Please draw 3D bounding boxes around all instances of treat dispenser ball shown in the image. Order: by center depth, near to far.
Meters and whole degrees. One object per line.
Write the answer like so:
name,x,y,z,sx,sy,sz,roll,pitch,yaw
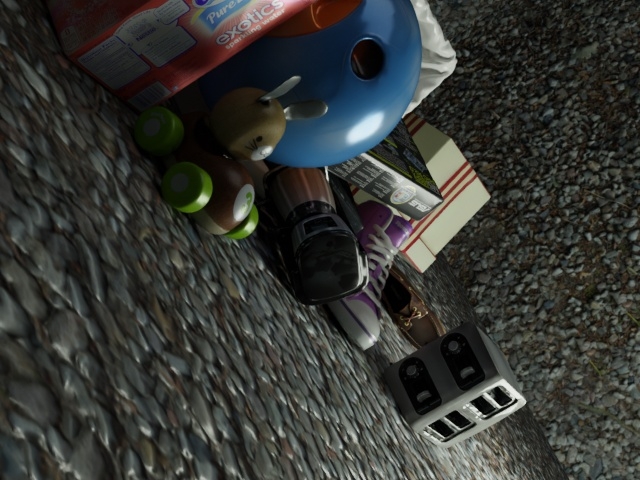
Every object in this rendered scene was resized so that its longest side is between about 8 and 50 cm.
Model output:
treat dispenser ball,-0.016,-0.235,1.300,0.288,0.288,0.288,55,10,-15

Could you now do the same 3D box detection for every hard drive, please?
hard drive,-0.128,-0.170,1.530,0.353,0.047,0.233,43,18,-58

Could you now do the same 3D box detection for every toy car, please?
toy car,-0.081,-0.110,1.146,0.149,0.188,0.155,61,11,21

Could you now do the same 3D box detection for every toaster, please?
toaster,0.212,0.229,1.607,0.186,0.168,0.110,43,20,-53

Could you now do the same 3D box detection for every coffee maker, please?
coffee maker,0.000,0.000,1.409,0.171,0.120,0.178,50,13,-42

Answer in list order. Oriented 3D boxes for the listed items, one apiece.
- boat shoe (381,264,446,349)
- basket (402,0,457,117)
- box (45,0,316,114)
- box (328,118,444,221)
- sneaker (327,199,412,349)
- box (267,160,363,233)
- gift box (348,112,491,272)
boat shoe,0.166,0.134,1.962,0.207,0.073,0.073,53,9,21
basket,0.003,-0.354,1.804,0.266,0.328,0.331,48,-1,41
box,-0.138,-0.295,1.121,0.154,0.300,0.142,37,24,-61
box,0.066,-0.165,1.616,0.270,0.060,0.216,25,35,-48
sneaker,0.074,0.032,1.557,0.102,0.161,0.282,52,12,-38
box,-0.030,-0.125,1.557,0.232,0.059,0.183,52,12,-28
gift box,0.158,-0.107,2.163,0.255,0.258,0.276,47,-5,-40
